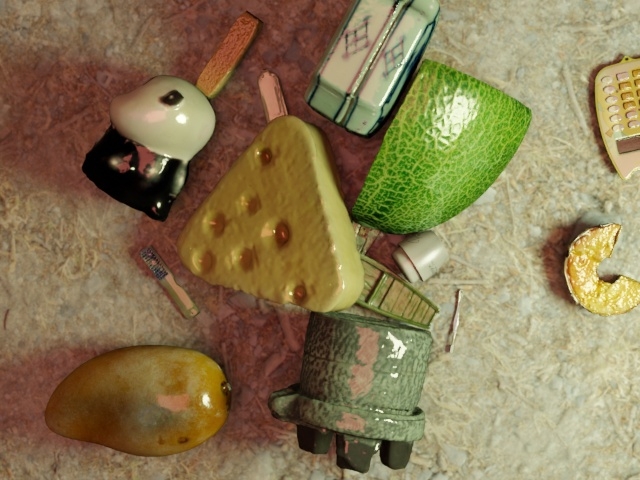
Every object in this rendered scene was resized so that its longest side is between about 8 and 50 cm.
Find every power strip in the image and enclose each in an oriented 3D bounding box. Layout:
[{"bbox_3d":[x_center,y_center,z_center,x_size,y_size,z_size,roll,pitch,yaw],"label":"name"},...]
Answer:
[{"bbox_3d":[-0.087,-0.254,1.849,0.047,0.030,0.191,-14,90,8],"label":"power strip"}]

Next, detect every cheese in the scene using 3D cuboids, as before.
[{"bbox_3d":[-0.114,-0.016,1.783,0.383,0.104,0.384,-2,86,26],"label":"cheese"}]

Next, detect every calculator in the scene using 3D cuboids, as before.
[{"bbox_3d":[0.616,-0.242,1.770,0.157,0.033,0.237,-11,88,8],"label":"calculator"}]

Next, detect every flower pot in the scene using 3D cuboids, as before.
[{"bbox_3d":[0.053,0.284,1.728,0.299,0.299,0.283,9,90,6],"label":"flower pot"}]

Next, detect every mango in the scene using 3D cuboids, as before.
[{"bbox_3d":[-0.358,0.320,1.816,0.383,0.199,0.222,-9,92,8],"label":"mango"}]

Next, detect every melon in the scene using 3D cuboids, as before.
[{"bbox_3d":[0.203,-0.157,1.750,0.226,0.331,0.344,33,105,39],"label":"melon"}]

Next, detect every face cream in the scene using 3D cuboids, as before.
[{"bbox_3d":[0.196,0.031,1.798,0.095,0.091,0.091,-33,88,-1],"label":"face cream"}]

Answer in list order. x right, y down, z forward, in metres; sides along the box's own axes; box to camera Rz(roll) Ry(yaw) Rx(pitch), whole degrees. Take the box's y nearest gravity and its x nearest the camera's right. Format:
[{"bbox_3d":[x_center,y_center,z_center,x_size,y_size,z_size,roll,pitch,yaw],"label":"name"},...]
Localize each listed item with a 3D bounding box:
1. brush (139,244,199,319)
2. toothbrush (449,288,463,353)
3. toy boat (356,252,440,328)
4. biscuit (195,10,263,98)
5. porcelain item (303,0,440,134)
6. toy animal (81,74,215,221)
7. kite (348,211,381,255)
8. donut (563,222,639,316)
[{"bbox_3d":[-0.313,0.086,1.890,0.033,0.030,0.178,-37,87,-3],"label":"brush"},{"bbox_3d":[0.272,0.162,1.832,0.011,0.013,0.131,9,92,-4],"label":"toothbrush"},{"bbox_3d":[0.098,0.086,1.822,0.293,0.055,0.093,28,95,2],"label":"toy boat"},{"bbox_3d":[-0.183,-0.373,1.844,0.052,0.056,0.188,36,94,2],"label":"biscuit"},{"bbox_3d":[0.100,-0.336,1.698,0.157,0.286,0.281,30,93,2],"label":"porcelain item"},{"bbox_3d":[-0.335,-0.200,1.795,0.212,0.212,0.267,27,99,5],"label":"toy animal"},{"bbox_3d":[0.000,0.000,1.858,0.322,0.013,0.268,-11,92,5],"label":"kite"},{"bbox_3d":[0.539,0.059,1.768,0.146,0.078,0.181,-27,95,8],"label":"donut"}]
